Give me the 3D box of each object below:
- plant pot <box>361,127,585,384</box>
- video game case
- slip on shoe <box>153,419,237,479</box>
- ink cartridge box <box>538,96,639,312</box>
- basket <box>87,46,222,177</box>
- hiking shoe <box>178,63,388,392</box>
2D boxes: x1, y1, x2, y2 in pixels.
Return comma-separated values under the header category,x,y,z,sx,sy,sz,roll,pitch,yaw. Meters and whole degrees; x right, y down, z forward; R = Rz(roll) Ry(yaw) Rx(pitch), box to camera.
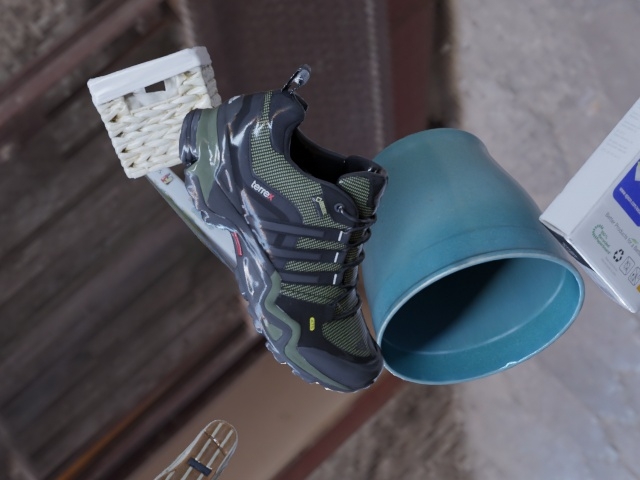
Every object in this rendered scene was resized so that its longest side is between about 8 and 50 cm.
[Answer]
category,x,y,z,sx,sy,sz,roll,pitch,yaw
plant pot,0.170,0.005,2.114,0.272,0.271,0.255,70,-178,-54
video game case,-0.108,0.005,1.888,0.206,0.026,0.227,42,174,31
slip on shoe,-0.132,0.237,1.631,0.051,0.135,0.041,34,155,6
ink cartridge box,0.418,-0.108,1.858,0.176,0.371,0.069,43,178,-41
basket,-0.153,-0.127,1.619,0.167,0.113,0.103,-90,-18,-84
hiking shoe,0.000,0.000,1.083,0.227,0.114,0.086,60,-158,-20
